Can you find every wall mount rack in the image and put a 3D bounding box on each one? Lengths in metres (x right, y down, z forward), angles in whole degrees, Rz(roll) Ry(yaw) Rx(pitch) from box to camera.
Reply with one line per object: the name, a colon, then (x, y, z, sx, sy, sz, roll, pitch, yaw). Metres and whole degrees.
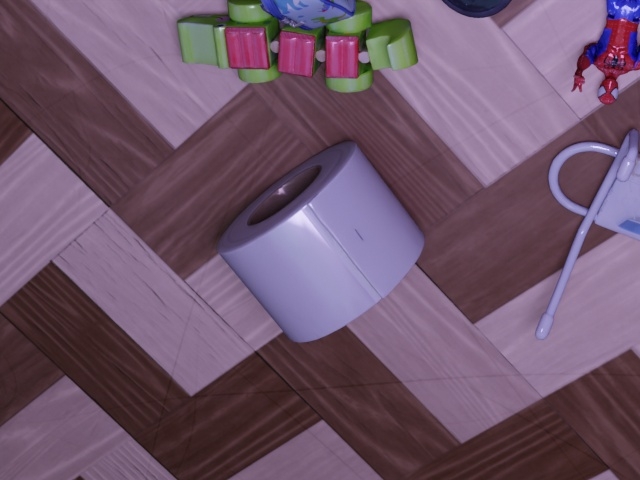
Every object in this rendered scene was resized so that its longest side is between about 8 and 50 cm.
wall mount rack: (0.451, 0.025, 1.491, 0.350, 0.130, 0.304, 22, 123, 5)

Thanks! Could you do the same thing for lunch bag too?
lunch bag: (-0.029, -0.372, 1.357, 0.090, 0.176, 0.219, -12, 88, 20)

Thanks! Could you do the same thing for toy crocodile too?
toy crocodile: (-0.034, -0.262, 1.487, 0.340, 0.105, 0.115, 7, 121, 13)

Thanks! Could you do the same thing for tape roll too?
tape roll: (0.000, 0.000, 1.546, 0.246, 0.246, 0.169, -30, 106, 29)

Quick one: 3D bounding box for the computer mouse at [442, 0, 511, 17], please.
computer mouse: (0.183, -0.413, 1.362, 0.188, 0.072, 0.272, -9, 104, 23)

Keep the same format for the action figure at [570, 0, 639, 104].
action figure: (0.369, -0.281, 1.341, 0.091, 0.139, 0.280, 10, 124, 12)
